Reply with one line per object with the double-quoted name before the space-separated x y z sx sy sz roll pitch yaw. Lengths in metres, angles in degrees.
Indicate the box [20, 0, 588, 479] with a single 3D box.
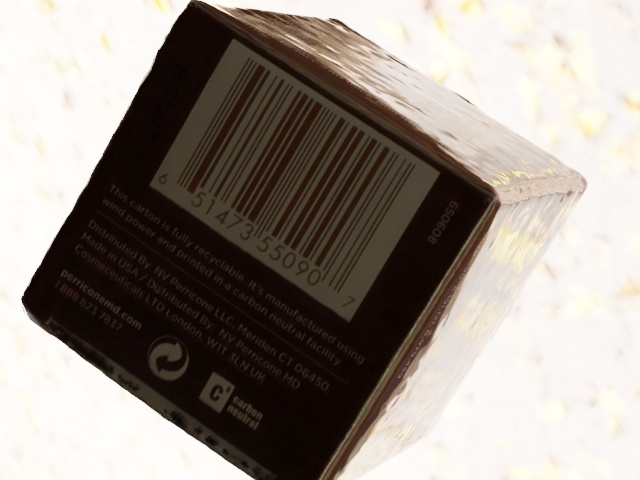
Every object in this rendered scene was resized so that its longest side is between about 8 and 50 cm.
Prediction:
"box" 0.000 0.000 0.893 0.168 0.203 0.167 34 103 15
